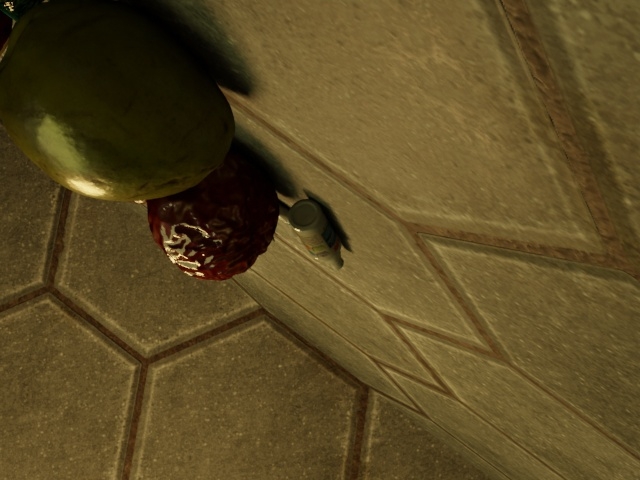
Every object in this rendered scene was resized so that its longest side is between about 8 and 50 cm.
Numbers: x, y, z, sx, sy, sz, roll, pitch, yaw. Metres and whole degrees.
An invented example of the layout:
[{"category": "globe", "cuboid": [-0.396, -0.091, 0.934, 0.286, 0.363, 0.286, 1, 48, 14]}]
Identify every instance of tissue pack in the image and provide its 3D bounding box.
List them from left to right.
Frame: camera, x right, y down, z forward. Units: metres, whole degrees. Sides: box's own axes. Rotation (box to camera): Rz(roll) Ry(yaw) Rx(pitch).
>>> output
[{"category": "tissue pack", "cuboid": [-0.101, -0.063, 1.983, 0.193, 0.026, 0.122, 35, 170, 13]}]

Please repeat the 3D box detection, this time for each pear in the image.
[{"category": "pear", "cuboid": [-0.268, -0.178, 1.423, 0.307, 0.252, 0.253, 31, 175, -32]}]

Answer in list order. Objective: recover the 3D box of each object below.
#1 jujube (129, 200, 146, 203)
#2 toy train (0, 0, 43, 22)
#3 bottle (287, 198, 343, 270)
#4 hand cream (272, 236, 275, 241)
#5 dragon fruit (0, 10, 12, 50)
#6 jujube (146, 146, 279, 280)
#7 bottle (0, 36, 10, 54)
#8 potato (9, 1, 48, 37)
[{"category": "jujube", "cuboid": [-0.341, -0.160, 1.886, 0.243, 0.183, 0.183, 12, 172, -6]}, {"category": "toy train", "cuboid": [-0.428, -0.369, 1.417, 0.154, 0.107, 0.198, 44, 180, 5]}, {"category": "bottle", "cuboid": [0.000, 0.000, 1.817, 0.060, 0.060, 0.217, 33, 168, 25]}, {"category": "hand cream", "cuboid": [-0.200, -0.067, 2.307, 0.248, 0.052, 0.075, 25, -172, 31]}, {"category": "dragon fruit", "cuboid": [-0.630, -0.357, 1.675, 0.329, 0.329, 0.329, 36, 170, 7]}, {"category": "jujube", "cuboid": [-0.176, -0.043, 1.800, 0.213, 0.213, 0.232, 32, 168, 30]}, {"category": "bottle", "cuboid": [-0.729, -0.449, 2.033, 0.351, 0.171, 0.171, 34, 170, 13]}, {"category": "potato", "cuboid": [-0.416, -0.286, 1.743, 0.155, 0.137, 0.200, 36, 172, 16]}]
